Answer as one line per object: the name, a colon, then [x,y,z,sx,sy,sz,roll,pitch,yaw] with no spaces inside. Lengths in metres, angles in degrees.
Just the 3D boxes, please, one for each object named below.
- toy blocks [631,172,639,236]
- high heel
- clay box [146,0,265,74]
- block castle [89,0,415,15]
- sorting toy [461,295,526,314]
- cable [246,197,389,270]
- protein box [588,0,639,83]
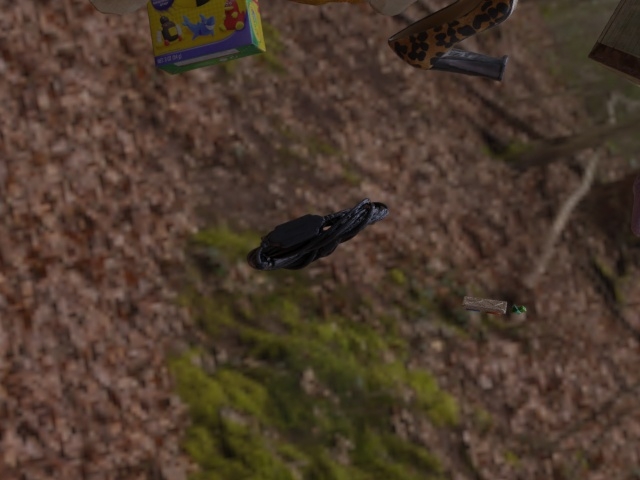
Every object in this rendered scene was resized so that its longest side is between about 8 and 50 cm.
toy blocks: [0.433,0.044,1.233,0.260,0.309,0.288,-54,140,-20]
high heel: [0.203,-0.369,2.111,0.093,0.186,0.261,-64,163,-60]
clay box: [-0.147,-0.321,1.686,0.053,0.127,0.222,15,65,-72]
block castle: [-0.043,-0.387,0.974,0.213,0.303,0.453,-112,-155,-43]
sorting toy: [0.227,0.088,1.844,0.062,0.083,0.012,-43,140,-78]
cable: [0.000,0.000,1.747,0.150,0.184,0.047,95,-28,-75]
protein box: [0.443,-0.203,1.579,0.136,0.199,0.201,-61,-166,10]
